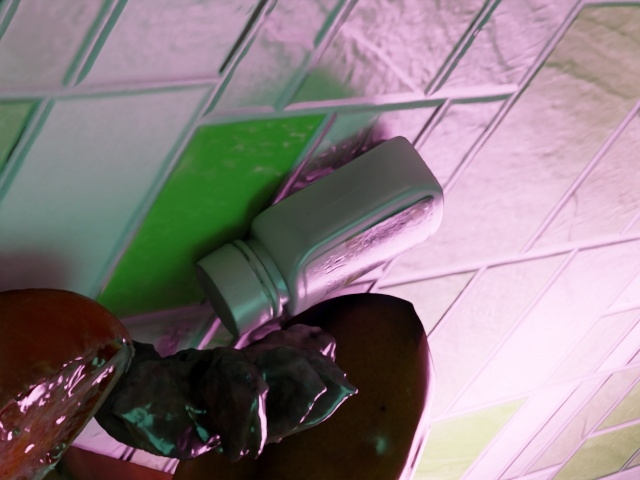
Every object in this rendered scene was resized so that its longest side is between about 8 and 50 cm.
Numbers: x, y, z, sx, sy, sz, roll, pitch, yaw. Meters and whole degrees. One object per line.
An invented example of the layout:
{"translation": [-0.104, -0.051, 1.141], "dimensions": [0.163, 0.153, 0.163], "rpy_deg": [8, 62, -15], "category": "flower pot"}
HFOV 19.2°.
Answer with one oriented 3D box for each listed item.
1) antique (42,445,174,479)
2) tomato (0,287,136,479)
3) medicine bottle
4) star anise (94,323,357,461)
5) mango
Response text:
{"translation": [-0.169, 0.247, 1.606], "dimensions": [0.093, 0.087, 0.310], "rpy_deg": [-39, 156, 9], "category": "antique"}
{"translation": [-0.236, 0.117, 1.250], "dimensions": [0.237, 0.095, 0.237], "rpy_deg": [-45, 170, -10], "category": "tomato"}
{"translation": [0.000, 0.000, 1.413], "dimensions": [0.183, 0.069, 0.119], "rpy_deg": [-28, 161, -13], "category": "medicine bottle"}
{"translation": [-0.071, 0.111, 1.416], "dimensions": [0.236, 0.093, 0.229], "rpy_deg": [-10, -175, -38], "category": "star anise"}
{"translation": [-0.010, 0.174, 1.573], "dimensions": [0.287, 0.201, 0.152], "rpy_deg": [-60, -156, -15], "category": "mango"}
